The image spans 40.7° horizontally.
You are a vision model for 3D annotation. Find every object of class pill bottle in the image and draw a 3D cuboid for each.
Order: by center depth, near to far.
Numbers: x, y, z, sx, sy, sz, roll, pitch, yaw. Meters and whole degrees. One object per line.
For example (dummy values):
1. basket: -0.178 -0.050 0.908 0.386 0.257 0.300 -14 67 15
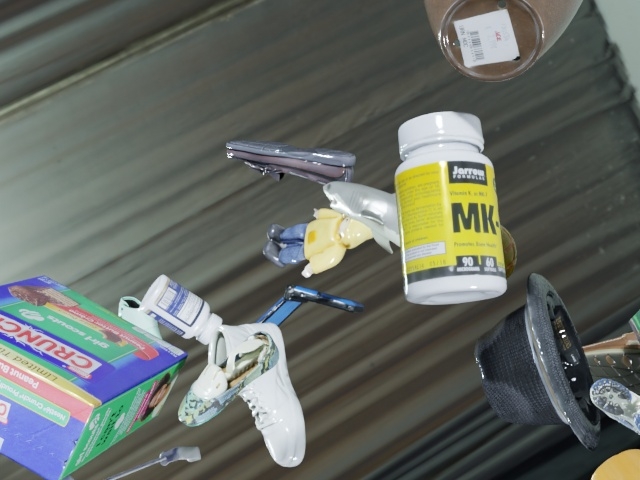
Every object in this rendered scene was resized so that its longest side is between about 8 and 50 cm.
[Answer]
1. pill bottle: 0.148 -0.036 1.009 0.119 0.119 0.208 108 158 -77
2. pill bottle: -0.307 0.159 1.917 0.169 0.094 0.094 36 177 -16

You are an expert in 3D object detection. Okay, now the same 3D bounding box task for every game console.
1. game console: -0.039 0.209 2.206 0.250 0.173 0.293 15 178 9

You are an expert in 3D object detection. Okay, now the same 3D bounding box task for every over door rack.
1. over door rack: -0.332 0.487 1.393 0.108 0.324 0.239 35 -143 -63

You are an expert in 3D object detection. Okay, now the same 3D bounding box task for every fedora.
1. fedora: 0.354 0.217 1.451 0.334 0.152 0.334 50 -152 -40

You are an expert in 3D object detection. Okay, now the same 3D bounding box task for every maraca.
1. maraca: 0.302 0.016 1.545 0.186 0.099 0.127 78 -172 -58

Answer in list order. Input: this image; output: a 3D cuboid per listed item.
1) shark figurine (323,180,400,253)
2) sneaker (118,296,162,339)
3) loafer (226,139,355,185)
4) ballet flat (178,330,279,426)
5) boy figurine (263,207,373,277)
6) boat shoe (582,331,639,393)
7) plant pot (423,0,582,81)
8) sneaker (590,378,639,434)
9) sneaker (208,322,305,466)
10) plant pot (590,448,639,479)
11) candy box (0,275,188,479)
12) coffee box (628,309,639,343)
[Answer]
1. shark figurine: 0.147 -0.023 1.284 0.278 0.116 0.166 36 173 -12
2. sneaker: -0.470 0.209 2.066 0.256 0.094 0.151 -6 92 38
3. loafer: -0.072 -0.166 1.942 0.109 0.302 0.095 -42 -42 -69
4. ballet flat: -0.138 0.194 1.265 0.070 0.188 0.070 27 136 29
5. boy figurine: 0.000 0.000 1.968 0.285 0.177 0.092 -10 145 43
6. boat shoe: 0.701 0.238 1.804 0.122 0.324 0.120 65 -146 -28
7. plant pot: 0.202 -0.282 0.969 0.230 0.215 0.215 -70 -33 -45
8. sneaker: 0.408 0.222 1.111 0.135 0.052 0.058 35 175 9
9. sneaker: -0.136 0.300 1.666 0.108 0.169 0.292 -35 62 37
10. plant pot: 0.613 0.506 1.622 0.188 0.205 0.205 -120 7 -47
11. candy box: -0.366 0.169 1.160 0.268 0.122 0.317 27 -170 8
12. coffee box: 0.620 0.174 1.581 0.184 0.040 0.113 56 -170 -73
